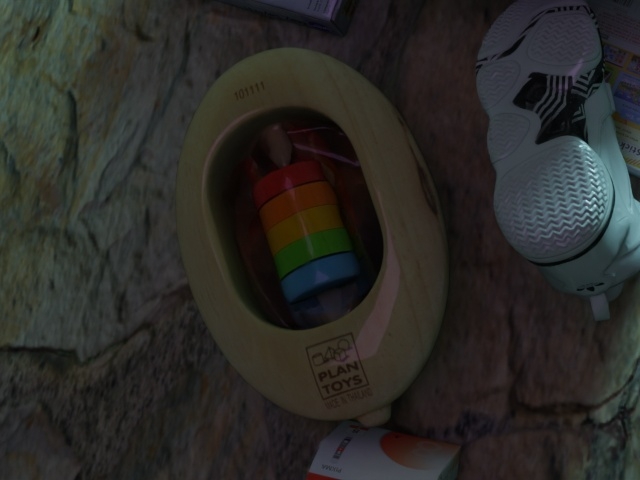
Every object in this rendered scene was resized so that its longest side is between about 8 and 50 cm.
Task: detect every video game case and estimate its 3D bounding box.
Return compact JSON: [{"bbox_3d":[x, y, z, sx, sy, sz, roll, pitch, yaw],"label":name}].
[{"bbox_3d":[0.349,-0.189,1.491,0.227,0.026,0.206,26,88,21],"label":"video game case"}]

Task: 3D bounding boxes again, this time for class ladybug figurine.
[{"bbox_3d":[0.000,0.000,1.499,0.305,0.162,0.449,-19,73,15],"label":"ladybug figurine"}]

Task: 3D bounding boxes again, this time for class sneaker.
[{"bbox_3d":[0.267,-0.092,1.423,0.137,0.210,0.365,-14,51,23],"label":"sneaker"}]

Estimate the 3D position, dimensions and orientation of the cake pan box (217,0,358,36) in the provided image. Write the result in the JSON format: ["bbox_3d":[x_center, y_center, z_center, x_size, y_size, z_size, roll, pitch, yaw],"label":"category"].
[{"bbox_3d":[-0.039,-0.414,1.647,0.246,0.070,0.266,18,86,19],"label":"cake pan box"}]

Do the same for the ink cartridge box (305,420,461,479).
[{"bbox_3d":[0.058,0.253,1.421,0.145,0.179,0.045,10,103,20],"label":"ink cartridge box"}]
